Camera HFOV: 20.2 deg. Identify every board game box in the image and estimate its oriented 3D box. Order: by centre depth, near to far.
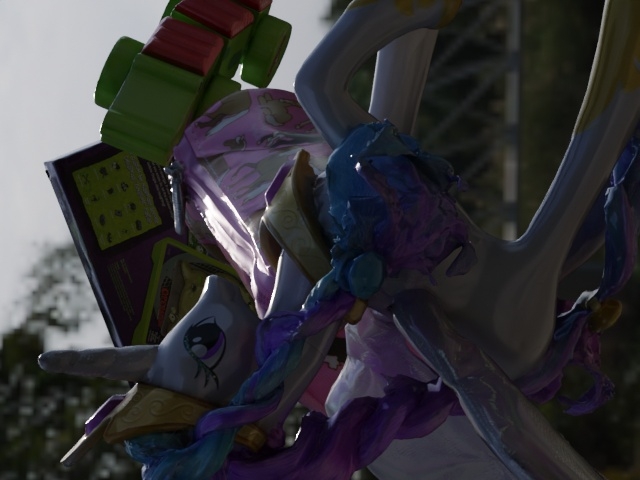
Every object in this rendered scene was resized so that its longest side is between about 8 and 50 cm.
[{"bbox_3d":[-0.149,0.037,1.989,0.056,0.208,0.347,5,116,67],"label":"board game box"}]

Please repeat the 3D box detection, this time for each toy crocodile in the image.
[{"bbox_3d":[-0.105,-0.171,1.577,0.340,0.115,0.105,-58,-9,-54],"label":"toy crocodile"}]

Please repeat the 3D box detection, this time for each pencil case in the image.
[{"bbox_3d":[0.000,0.000,1.305,0.160,0.167,0.386,60,175,-23],"label":"pencil case"}]

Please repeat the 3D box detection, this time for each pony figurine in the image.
[{"bbox_3d":[0.076,0.037,0.957,0.363,0.351,0.303,-58,14,-12],"label":"pony figurine"}]
